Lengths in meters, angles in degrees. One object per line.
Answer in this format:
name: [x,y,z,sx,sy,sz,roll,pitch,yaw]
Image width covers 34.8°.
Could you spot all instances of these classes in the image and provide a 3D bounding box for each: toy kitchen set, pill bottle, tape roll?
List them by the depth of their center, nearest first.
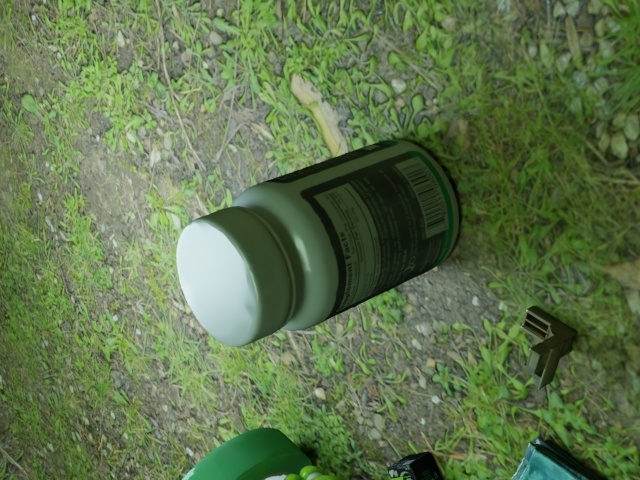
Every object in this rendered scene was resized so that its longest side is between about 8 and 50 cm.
toy kitchen set: [0.279,0.144,1.346,0.075,0.083,0.068,34,130,35]
pill bottle: [0.000,0.000,1.381,0.204,0.361,0.204,25,125,41]
tape roll: [-0.154,0.484,1.827,0.077,0.321,0.321,39,134,32]

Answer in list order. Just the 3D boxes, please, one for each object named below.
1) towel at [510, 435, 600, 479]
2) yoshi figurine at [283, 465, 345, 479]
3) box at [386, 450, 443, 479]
towel: [0.312,0.495,1.383,0.271,0.040,0.370,34,104,35]
yoshi figurine: [0.046,0.525,1.638,0.203,0.204,0.362,-42,70,32]
box: [0.157,0.388,1.632,0.062,0.052,0.083,-27,87,52]
